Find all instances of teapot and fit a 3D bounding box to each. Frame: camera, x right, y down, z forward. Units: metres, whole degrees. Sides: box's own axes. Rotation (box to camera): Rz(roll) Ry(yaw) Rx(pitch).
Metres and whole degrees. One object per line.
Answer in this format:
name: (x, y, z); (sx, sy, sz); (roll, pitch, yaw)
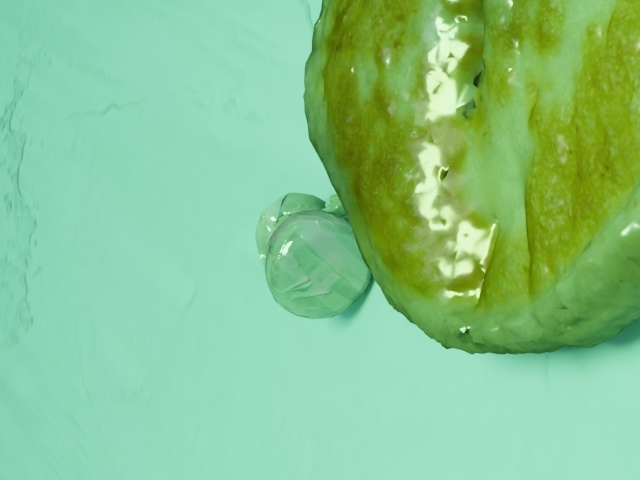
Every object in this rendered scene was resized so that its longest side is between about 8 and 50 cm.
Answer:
teapot: (0.000, 0.000, 0.956); (0.083, 0.064, 0.064); (-42, 31, 3)

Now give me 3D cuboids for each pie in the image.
pie: (0.105, -0.102, 0.783); (0.339, 0.077, 0.339); (-17, 69, 52)
